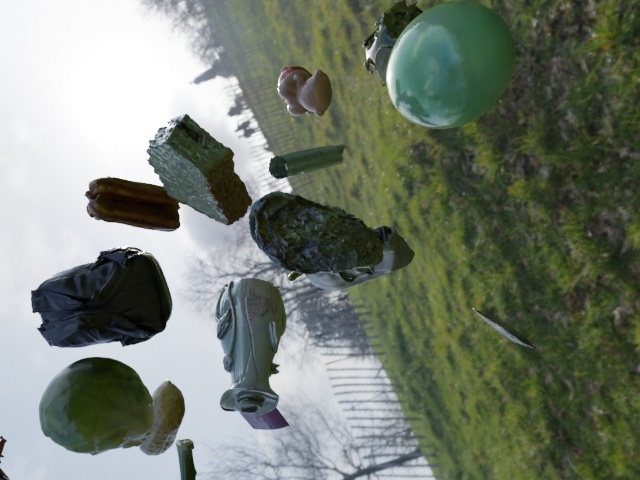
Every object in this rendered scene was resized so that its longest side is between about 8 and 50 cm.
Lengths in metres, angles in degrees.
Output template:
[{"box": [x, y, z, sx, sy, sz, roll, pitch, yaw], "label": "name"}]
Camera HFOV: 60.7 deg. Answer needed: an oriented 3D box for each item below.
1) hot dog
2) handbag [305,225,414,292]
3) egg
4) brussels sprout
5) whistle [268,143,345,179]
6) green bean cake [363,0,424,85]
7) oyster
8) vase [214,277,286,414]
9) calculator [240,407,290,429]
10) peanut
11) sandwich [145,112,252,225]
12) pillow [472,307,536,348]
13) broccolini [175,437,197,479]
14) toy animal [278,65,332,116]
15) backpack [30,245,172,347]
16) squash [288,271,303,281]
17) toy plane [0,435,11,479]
[{"box": [-0.616, -0.117, 1.816, 0.348, 0.117, 0.159, 7, -98, -50], "label": "hot dog"}, {"box": [0.097, 0.055, 1.556, 0.253, 0.315, 0.109, 41, -148, -63], "label": "handbag"}, {"box": [0.239, -0.325, 1.036, 0.269, 0.220, 0.221, -20, 91, 60], "label": "egg"}, {"box": [-0.690, 0.523, 1.699, 0.343, 0.268, 0.344, 19, -133, -21], "label": "brussels sprout"}, {"box": [-0.022, -0.212, 1.440, 0.312, 0.062, 0.062, -25, -86, -54], "label": "whistle"}, {"box": [0.263, -0.478, 1.404, 0.310, 0.202, 0.285, 46, 148, 2], "label": "green bean cake"}, {"box": [0.006, -0.002, 1.246, 0.350, 0.162, 0.158, 16, -158, -22], "label": "oyster"}, {"box": [-0.234, 0.348, 1.815, 0.250, 0.249, 0.446, 57, -159, -46], "label": "vase"}, {"box": [-0.199, 0.591, 1.840, 0.127, 0.190, 0.034, 55, -138, -16], "label": "calculator"}, {"box": [-0.623, 0.711, 2.158, 0.158, 0.340, 0.174, 24, -151, -14], "label": "peanut"}, {"box": [-0.353, -0.207, 1.548, 0.131, 0.262, 0.325, -55, -24, -23], "label": "sandwich"}, {"box": [0.563, 0.269, 1.689, 0.130, 0.033, 0.217, 30, -175, -21], "label": "pillow"}, {"box": [-0.240, 0.580, 1.025, 0.078, 0.073, 0.393, -5, -97, -39], "label": "broccolini"}, {"box": [-0.060, -0.525, 1.908, 0.197, 0.171, 0.171, 21, 157, 37], "label": "toy animal"}, {"box": [-0.762, 0.219, 1.916, 0.255, 0.445, 0.364, -137, 32, -72], "label": "backpack"}, {"box": [-0.082, 0.113, 1.803, 0.083, 0.027, 0.028, -29, -82, -59], "label": "squash"}, {"box": [-0.710, 0.497, 1.174, 0.188, 0.062, 0.135, 103, -170, -55], "label": "toy plane"}]
